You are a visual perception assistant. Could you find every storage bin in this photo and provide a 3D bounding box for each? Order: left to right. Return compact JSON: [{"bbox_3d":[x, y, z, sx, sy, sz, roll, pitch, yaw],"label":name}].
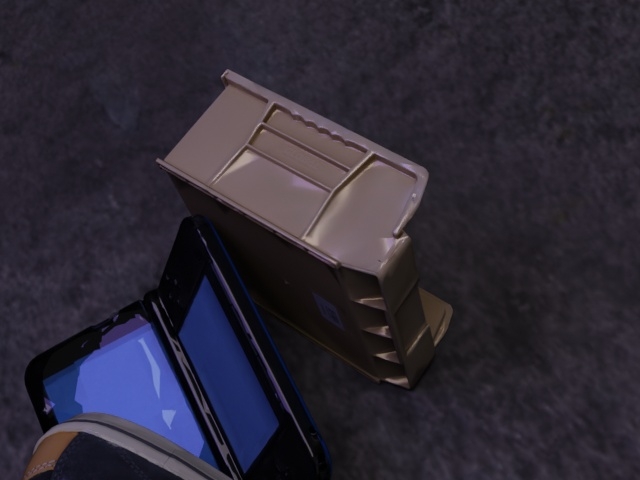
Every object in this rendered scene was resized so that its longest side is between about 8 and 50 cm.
[{"bbox_3d":[0.000,0.000,0.991,0.260,0.262,0.123,29,69,27],"label":"storage bin"}]

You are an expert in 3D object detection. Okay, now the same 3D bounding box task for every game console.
[{"bbox_3d":[-0.153,0.167,0.951,0.173,0.250,0.293,-16,64,-30],"label":"game console"}]

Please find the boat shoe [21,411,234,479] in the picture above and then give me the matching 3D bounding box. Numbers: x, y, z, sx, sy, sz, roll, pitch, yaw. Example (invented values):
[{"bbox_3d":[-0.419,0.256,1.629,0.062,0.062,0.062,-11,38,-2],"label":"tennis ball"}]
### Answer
[{"bbox_3d":[-0.036,0.314,0.791,0.500,0.187,0.156,26,37,4],"label":"boat shoe"}]
